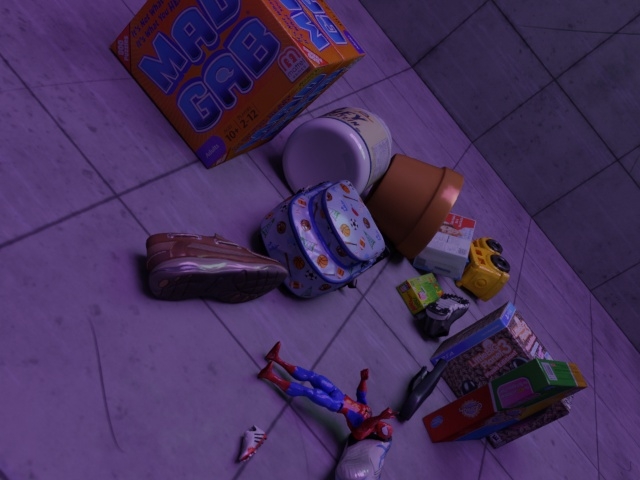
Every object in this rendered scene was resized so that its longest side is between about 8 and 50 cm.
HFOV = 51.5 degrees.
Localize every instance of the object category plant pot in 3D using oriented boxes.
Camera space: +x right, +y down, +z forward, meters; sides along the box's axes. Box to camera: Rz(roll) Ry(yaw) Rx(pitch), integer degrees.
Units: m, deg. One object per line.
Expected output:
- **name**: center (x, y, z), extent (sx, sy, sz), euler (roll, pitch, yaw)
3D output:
- **plant pot**: center (0.253, -0.119, 1.939), extent (0.203, 0.291, 0.291), euler (31, 31, -4)

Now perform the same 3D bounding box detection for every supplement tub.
- **supplement tub**: center (0.059, -0.234, 1.799), extent (0.235, 0.235, 0.325), euler (51, 28, -2)

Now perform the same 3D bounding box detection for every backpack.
- **backpack**: center (0.000, 0.000, 1.488), extent (0.277, 0.213, 0.263), euler (57, 39, 2)

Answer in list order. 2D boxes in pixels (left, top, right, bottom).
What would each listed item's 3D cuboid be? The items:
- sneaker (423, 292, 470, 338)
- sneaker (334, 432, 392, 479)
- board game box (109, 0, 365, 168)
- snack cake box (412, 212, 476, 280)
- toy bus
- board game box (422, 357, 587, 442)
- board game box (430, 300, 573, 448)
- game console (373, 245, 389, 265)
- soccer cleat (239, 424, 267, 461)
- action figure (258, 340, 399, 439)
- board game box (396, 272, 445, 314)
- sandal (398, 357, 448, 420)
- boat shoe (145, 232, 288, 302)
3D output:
- **sneaker**: center (0.346, 0.215, 1.857), extent (0.078, 0.106, 0.234), euler (25, 19, 28)
- **sneaker**: center (0.081, 0.423, 1.253), extent (0.237, 0.085, 0.086), euler (-23, 119, -70)
- **board game box**: center (-0.179, -0.446, 1.556), extent (0.357, 0.356, 0.356), euler (51, 29, -3)
- **snack cake box**: center (0.393, 0.006, 2.087), extent (0.152, 0.089, 0.264), euler (17, 32, 11)
- **toy bus**: center (0.502, 0.069, 2.232), extent (0.211, 0.149, 0.220), euler (22, 35, -18)
- **board game box**: center (0.434, 0.380, 1.558), extent (0.242, 0.316, 0.064), euler (16, 45, -48)
- **board game box**: center (0.479, 0.353, 1.747), extent (0.291, 0.232, 0.141), euler (54, 28, 4)
- **game console**: center (0.112, 0.012, 1.771), extent (0.122, 0.107, 0.071), euler (57, 0, 8)
- **soccer cleat**: center (-0.118, 0.335, 1.097), extent (0.035, 0.029, 0.083), euler (45, 24, 6)
- **action figure**: center (0.039, 0.275, 1.235), extent (0.280, 0.139, 0.091), euler (36, 33, -10)
- **board game box**: center (0.294, 0.151, 1.903), extent (0.181, 0.043, 0.092), euler (-8, 64, -58)
- **sandal**: center (0.240, 0.336, 1.569), extent (0.054, 0.097, 0.254), euler (31, 22, 19)
- **boat shoe**: center (-0.186, 0.039, 1.242), extent (0.324, 0.123, 0.116), euler (12, 46, -53)
